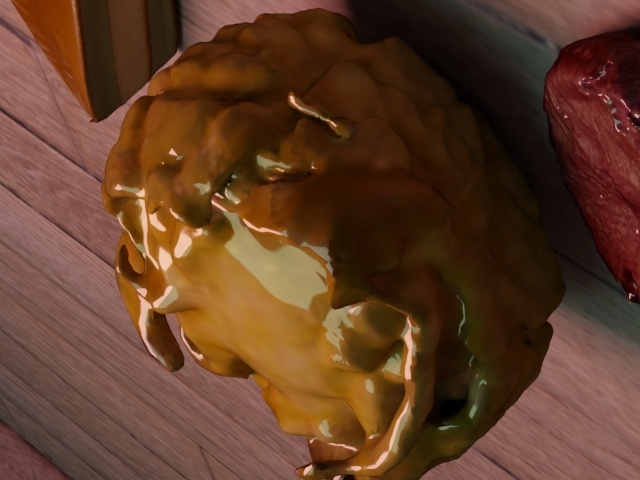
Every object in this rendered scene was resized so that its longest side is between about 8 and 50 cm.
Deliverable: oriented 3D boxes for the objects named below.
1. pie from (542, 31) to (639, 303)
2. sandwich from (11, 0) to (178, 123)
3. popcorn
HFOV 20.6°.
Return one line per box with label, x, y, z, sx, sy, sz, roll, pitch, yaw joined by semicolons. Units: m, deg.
pie;0.141;-0.019;0.738;0.154;0.036;0.154;59;170;17
sandwich;-0.114;-0.132;1.001;0.113;0.079;0.163;25;152;46
popcorn;0.000;0.000;0.886;0.250;0.190;0.250;44;159;21
